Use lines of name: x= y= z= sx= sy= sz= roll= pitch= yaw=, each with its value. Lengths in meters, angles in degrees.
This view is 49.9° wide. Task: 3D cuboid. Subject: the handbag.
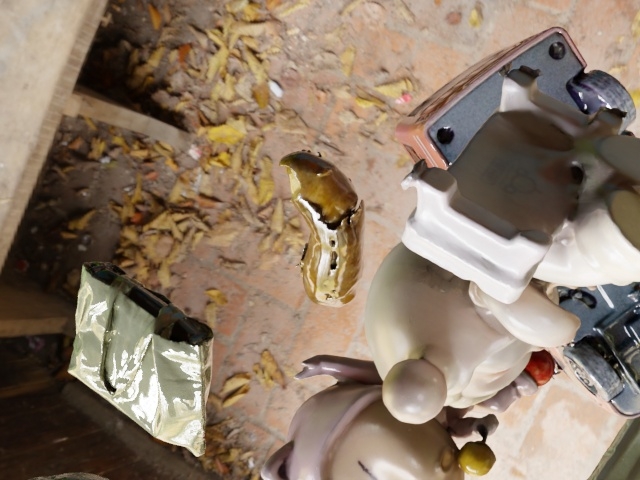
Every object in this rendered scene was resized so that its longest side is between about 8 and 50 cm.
handbag: x=-0.310 y=0.201 z=1.176 sx=0.316 sy=0.109 sz=0.253 roll=28 pitch=119 yaw=24

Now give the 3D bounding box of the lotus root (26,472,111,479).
lotus root: x=-0.086 y=0.270 z=0.360 sx=0.140 sy=0.158 sz=0.322 roll=-37 pitch=95 yaw=-17

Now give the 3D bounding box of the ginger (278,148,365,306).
ginger: x=0.010 y=0.002 z=1.058 sx=0.133 sy=0.107 sz=0.309 roll=24 pitch=138 yaw=34

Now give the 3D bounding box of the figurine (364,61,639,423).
figurine: x=0.094 y=0.031 z=0.433 sx=0.145 sy=0.256 sz=0.182 roll=18 pitch=53 yaw=0

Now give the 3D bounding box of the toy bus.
toy bus: x=0.280 y=-0.015 z=0.814 sx=0.203 sy=0.233 sz=0.427 roll=-37 pitch=102 yaw=-1

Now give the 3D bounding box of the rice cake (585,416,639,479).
rice cake: x=0.483 y=0.369 z=1.054 sx=0.127 sy=0.237 sz=0.043 roll=50 pitch=143 yaw=12

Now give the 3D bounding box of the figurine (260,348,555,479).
figurine: x=0.084 y=0.163 z=0.662 sx=0.287 sy=0.186 sz=0.176 roll=-39 pitch=103 yaw=-18
